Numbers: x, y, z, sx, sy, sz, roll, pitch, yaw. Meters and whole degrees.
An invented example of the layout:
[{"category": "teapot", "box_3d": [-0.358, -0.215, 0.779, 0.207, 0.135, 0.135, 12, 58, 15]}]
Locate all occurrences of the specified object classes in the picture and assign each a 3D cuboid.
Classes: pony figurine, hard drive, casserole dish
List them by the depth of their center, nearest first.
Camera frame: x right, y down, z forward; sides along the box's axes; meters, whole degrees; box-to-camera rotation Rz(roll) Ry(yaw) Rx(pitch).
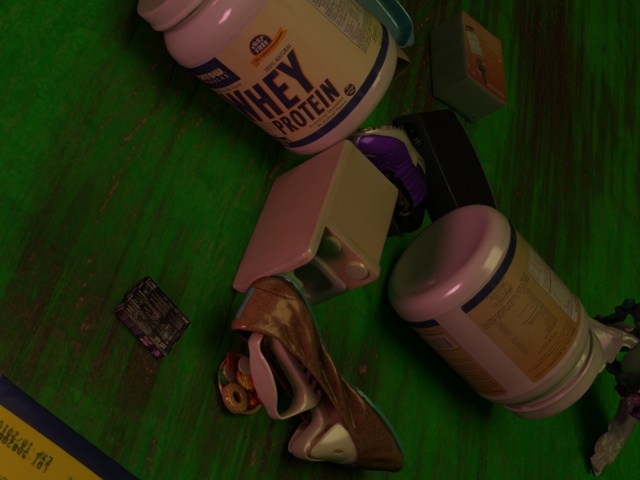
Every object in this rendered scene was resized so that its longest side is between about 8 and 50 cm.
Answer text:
[{"category": "hard drive", "box_3d": [0.241, -0.124, 1.800, 0.172, 0.054, 0.255, -15, 81, -51]}, {"category": "pony figurine", "box_3d": [0.605, 0.234, 1.831, 0.351, 0.363, 0.303, -40, 108, -35]}, {"category": "casserole dish", "box_3d": [0.105, -0.435, 1.837, 0.188, 0.037, 0.114, 46, 41, -22]}]

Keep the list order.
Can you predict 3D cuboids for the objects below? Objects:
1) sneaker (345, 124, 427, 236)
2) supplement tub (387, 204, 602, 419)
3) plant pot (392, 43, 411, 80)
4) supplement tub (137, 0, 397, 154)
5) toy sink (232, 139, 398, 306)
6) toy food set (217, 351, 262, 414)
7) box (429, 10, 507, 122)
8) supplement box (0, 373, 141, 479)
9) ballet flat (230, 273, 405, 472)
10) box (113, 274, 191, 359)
[{"category": "sneaker", "box_3d": [0.107, -0.082, 1.544, 0.293, 0.102, 0.146, 26, 58, -62]}, {"category": "supplement tub", "box_3d": [0.286, 0.120, 1.572, 0.316, 0.228, 0.228, 45, 42, -23]}, {"category": "plant pot", "box_3d": [0.072, -0.323, 1.687, 0.109, 0.109, 0.096, 13, 48, -44]}, {"category": "supplement tub", "box_3d": [-0.073, -0.301, 1.397, 0.325, 0.235, 0.235, 36, 46, -30]}, {"category": "toy sink", "box_3d": [0.000, 0.000, 1.379, 0.131, 0.153, 0.234, 43, 42, -24]}, {"category": "toy food set", "box_3d": [-0.101, 0.185, 1.264, 0.083, 0.020, 0.083, 6, 65, -46]}, {"category": "box", "box_3d": [0.297, -0.348, 1.960, 0.130, 0.091, 0.170, 27, 51, -37]}, {"category": "supplement box", "box_3d": [-0.321, 0.323, 0.796, 0.194, 0.195, 0.356, 45, 41, -22]}, {"category": "ballet flat", "box_3d": [-0.013, 0.206, 1.275, 0.124, 0.116, 0.342, -45, 115, -36]}, {"category": "box", "box_3d": [-0.205, 0.095, 1.198, 0.083, 0.018, 0.067, 50, 40, -16]}]
